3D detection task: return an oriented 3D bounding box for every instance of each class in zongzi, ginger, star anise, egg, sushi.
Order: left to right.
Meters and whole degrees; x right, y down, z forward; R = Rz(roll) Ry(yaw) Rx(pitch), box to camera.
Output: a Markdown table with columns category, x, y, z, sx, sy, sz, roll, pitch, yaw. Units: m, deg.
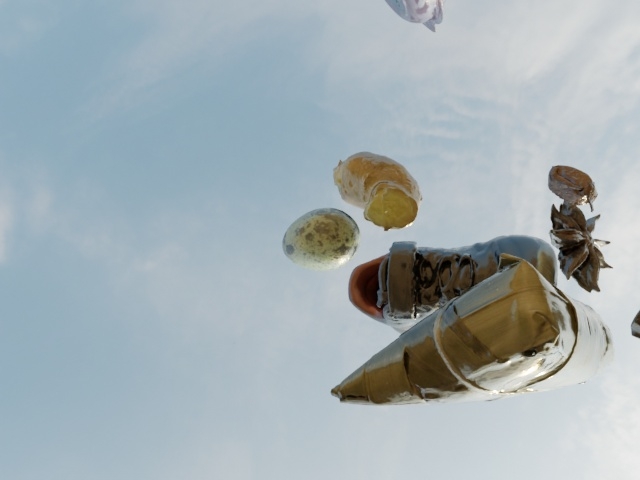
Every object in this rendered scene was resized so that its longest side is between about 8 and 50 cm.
| category | x | y | z | sx | sy | sz | roll | pitch | yaw |
| --- | --- | --- | --- | --- | --- | --- | --- | --- | --- |
| egg | 0.000 | 0.000 | 1.213 | 0.172 | 0.132 | 0.132 | -12 | -99 | 19 |
| ginger | 0.135 | -0.124 | 1.362 | 0.152 | 0.267 | 0.137 | -14 | -54 | -31 |
| zongzi | 0.123 | 0.095 | 0.446 | 0.160 | 0.176 | 0.078 | 26 | -143 | -40 |
| sushi | 0.478 | -0.100 | 1.100 | 0.052 | 0.120 | 0.055 | -36 | -49 | -13 |
| star anise | 0.502 | 0.007 | 1.142 | 0.181 | 0.061 | 0.204 | -21 | -95 | -40 |

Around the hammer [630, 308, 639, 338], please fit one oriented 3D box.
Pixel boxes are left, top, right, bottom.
| category | x | y | z | sx | sy | sz | roll | pitch | yaw |
| --- | --- | --- | --- | --- | --- | --- | --- | --- | --- |
| hammer | 0.963 | 0.187 | 1.476 | 0.243 | 0.408 | 0.095 | 34 | -112 | 30 |

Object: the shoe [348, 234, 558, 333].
| category | x | y | z | sx | sy | sz | roll | pitch | yaw |
| --- | --- | --- | --- | --- | --- | --- | --- | --- | --- |
| shoe | 0.135 | 0.044 | 0.676 | 0.137 | 0.291 | 0.114 | 20 | -113 | -28 |

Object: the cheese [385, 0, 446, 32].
| category | x | y | z | sx | sy | sz | roll | pitch | yaw |
| --- | --- | --- | --- | --- | --- | --- | --- | --- | --- |
| cheese | 0.054 | -0.232 | 0.439 | 0.042 | 0.191 | 0.105 | -37 | -124 | 5 |
